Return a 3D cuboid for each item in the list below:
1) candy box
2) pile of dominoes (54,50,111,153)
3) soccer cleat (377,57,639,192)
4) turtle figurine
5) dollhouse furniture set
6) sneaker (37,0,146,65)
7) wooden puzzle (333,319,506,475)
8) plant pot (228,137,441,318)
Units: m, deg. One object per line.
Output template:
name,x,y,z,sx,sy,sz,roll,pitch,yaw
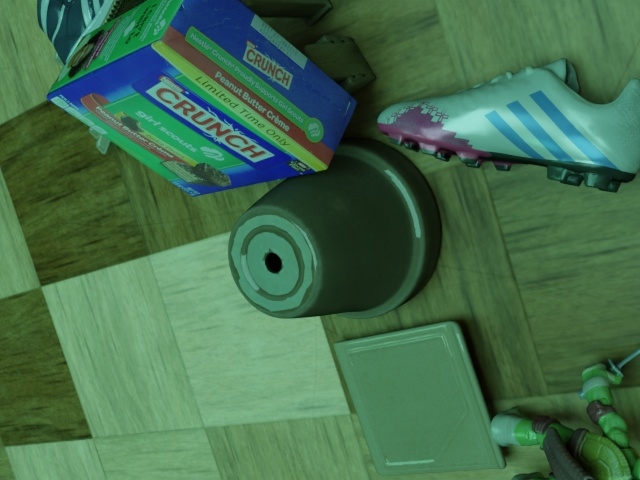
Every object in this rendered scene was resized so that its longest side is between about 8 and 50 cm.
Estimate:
candy box,-0.160,-0.184,1.045,0.317,0.268,0.122,-7,56,48
pile of dominoes,-0.367,-0.300,1.381,0.196,0.040,0.251,-40,72,35
soccer cleat,0.232,-0.154,0.973,0.331,0.116,0.143,15,95,28
turtle figurine,0.365,0.261,0.993,0.198,0.274,0.266,49,148,-14
dollhouse furniture set,-0.145,-0.255,1.130,0.303,0.198,0.286,-34,83,36
sneaker,-0.345,-0.400,1.269,0.282,0.099,0.153,-46,72,21
wooden puzzle,0.143,0.235,1.175,0.239,0.044,0.220,-16,94,40
plant pot,0.000,0.000,1.086,0.263,0.229,0.263,9,107,32
